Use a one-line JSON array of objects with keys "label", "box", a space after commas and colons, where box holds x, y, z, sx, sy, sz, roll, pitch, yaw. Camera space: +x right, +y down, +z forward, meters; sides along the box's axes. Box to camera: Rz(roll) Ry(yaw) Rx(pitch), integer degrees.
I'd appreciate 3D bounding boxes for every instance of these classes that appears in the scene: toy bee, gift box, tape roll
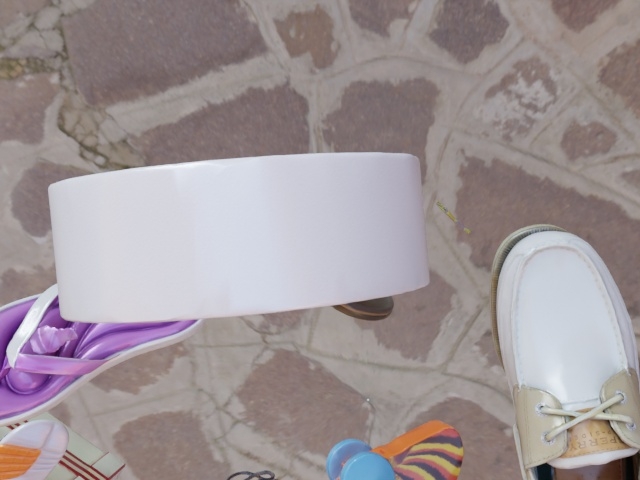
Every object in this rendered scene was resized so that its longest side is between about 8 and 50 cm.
[{"label": "toy bee", "box": [0.049, 0.346, 1.048, 0.299, 0.195, 0.162, -11, 92, 8]}, {"label": "gift box", "box": [-0.553, 0.516, 1.541, 0.258, 0.255, 0.276, 32, 102, 6]}, {"label": "tape roll", "box": [-0.060, -0.004, 0.620, 0.286, 0.286, 0.100, -6, 91, 2]}]

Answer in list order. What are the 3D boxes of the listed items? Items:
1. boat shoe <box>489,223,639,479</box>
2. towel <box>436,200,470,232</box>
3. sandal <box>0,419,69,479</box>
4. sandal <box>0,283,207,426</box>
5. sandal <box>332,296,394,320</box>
[{"label": "boat shoe", "box": [0.203, 0.138, 0.611, 0.113, 0.103, 0.302, -14, 99, 8]}, {"label": "towel", "box": [0.279, -0.049, 1.682, 0.083, 0.060, 0.009, 40, 96, -27]}, {"label": "sandal", "box": [-0.522, 0.384, 1.334, 0.102, 0.076, 0.265, 31, 105, -29]}, {"label": "sandal", "box": [-0.356, 0.126, 1.157, 0.416, 0.102, 0.169, -25, 74, -24]}, {"label": "sandal", "box": [0.000, 0.000, 0.817, 0.219, 0.090, 0.060, 45, 113, -7]}]
